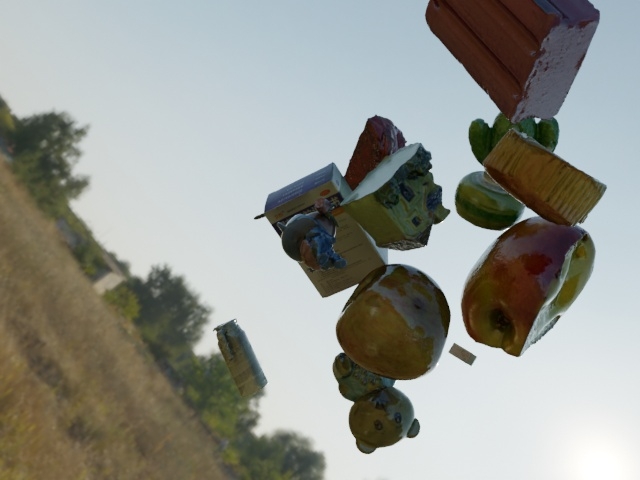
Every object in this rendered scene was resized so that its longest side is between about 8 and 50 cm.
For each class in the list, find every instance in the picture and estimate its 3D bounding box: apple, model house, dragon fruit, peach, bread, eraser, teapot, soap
[{"bbox_3d":[0.174,0.189,1.836,0.264,0.264,0.264,47,-15,17],"label":"apple"},{"bbox_3d":[0.198,-0.089,1.804,0.189,0.214,0.195,52,-31,-13],"label":"model house"},{"bbox_3d":[0.197,-0.204,2.377,0.152,0.205,0.317,45,-46,29],"label":"dragon fruit"},{"bbox_3d":[0.505,0.084,1.997,0.242,0.380,0.306,29,-56,31],"label":"peach"},{"bbox_3d":[0.470,-0.129,1.730,0.250,0.133,0.179,36,11,18],"label":"bread"},{"bbox_3d":[0.439,0.352,2.509,0.083,0.038,0.019,31,-6,25],"label":"eraser"},{"bbox_3d":[-0.220,0.311,2.149,0.200,0.077,0.107,65,17,0],"label":"teapot"},{"bbox_3d":[0.344,-0.423,1.547,0.233,0.128,0.360,104,-33,-45],"label":"soap"}]

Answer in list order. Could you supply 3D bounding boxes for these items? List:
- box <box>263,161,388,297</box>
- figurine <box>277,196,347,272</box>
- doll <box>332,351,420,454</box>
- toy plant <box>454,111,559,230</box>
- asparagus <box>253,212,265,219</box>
[{"bbox_3d":[0.020,-0.020,2.066,0.299,0.200,0.106,57,21,-24],"label":"box"},{"bbox_3d":[-0.001,-0.005,1.651,0.114,0.144,0.178,37,3,-35],"label":"figurine"},{"bbox_3d":[0.140,0.410,2.116,0.161,0.177,0.261,103,-33,-66],"label":"doll"},{"bbox_3d":[0.461,-0.196,2.071,0.184,0.224,0.316,-80,-174,-62],"label":"toy plant"},{"bbox_3d":[-0.109,-0.090,2.238,0.013,0.166,0.016,-37,104,-79],"label":"asparagus"}]
